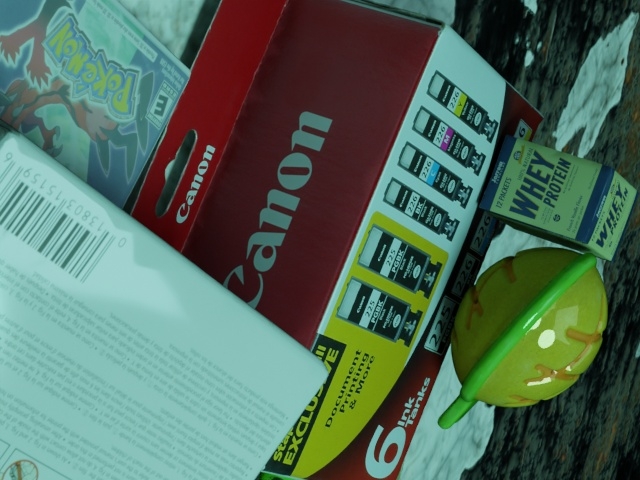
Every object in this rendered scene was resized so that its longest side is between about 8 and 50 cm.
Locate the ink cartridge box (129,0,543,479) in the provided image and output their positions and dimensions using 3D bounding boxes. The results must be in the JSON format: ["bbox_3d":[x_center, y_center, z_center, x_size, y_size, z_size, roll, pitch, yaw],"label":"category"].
[{"bbox_3d":[0.000,0.000,1.048,0.272,0.130,0.309,26,85,-60],"label":"ink cartridge box"}]

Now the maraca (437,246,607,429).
[{"bbox_3d":[0.141,0.073,1.107,0.127,0.099,0.185,-34,163,-36],"label":"maraca"}]

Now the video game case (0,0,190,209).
[{"bbox_3d":[-0.164,-0.062,0.858,0.183,0.023,0.201,-64,149,-10],"label":"video game case"}]

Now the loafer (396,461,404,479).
[{"bbox_3d":[0.026,0.282,1.289,0.102,0.092,0.268,4,104,-59],"label":"loafer"}]

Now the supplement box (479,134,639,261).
[{"bbox_3d":[0.170,-0.029,1.096,0.083,0.083,0.056,24,86,-63],"label":"supplement box"}]

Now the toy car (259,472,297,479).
[{"bbox_3d":[-0.034,0.274,1.153,0.239,0.053,0.225,133,-34,-72],"label":"toy car"}]

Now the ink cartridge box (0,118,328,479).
[{"bbox_3d":[-0.153,0.099,0.838,0.239,0.060,0.275,-54,131,-5],"label":"ink cartridge box"}]
